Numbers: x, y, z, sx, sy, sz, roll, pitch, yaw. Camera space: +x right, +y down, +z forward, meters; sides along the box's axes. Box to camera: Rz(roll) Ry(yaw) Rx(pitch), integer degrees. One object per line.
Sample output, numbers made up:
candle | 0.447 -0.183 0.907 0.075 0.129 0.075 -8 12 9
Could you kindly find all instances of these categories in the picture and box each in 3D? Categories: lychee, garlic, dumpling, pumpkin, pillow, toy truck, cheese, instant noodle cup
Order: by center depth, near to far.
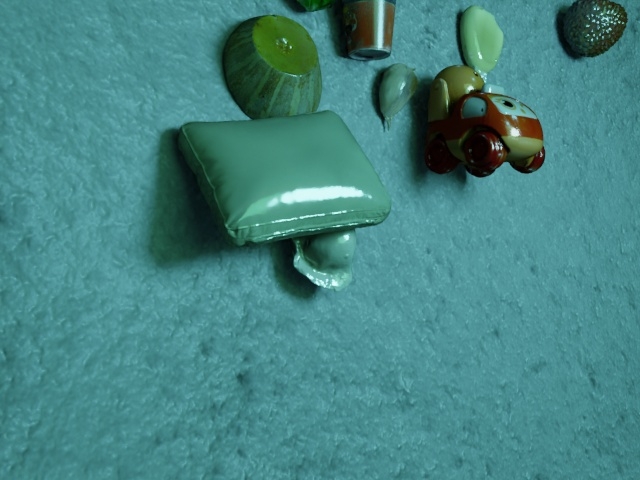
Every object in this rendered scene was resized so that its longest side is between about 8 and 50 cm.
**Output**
pillow | -0.057 -0.113 1.216 0.322 0.120 0.255 -10 57 -30
dumpling | 0.000 0.000 1.298 0.127 0.108 0.188 1 79 -14
pumpkin | -0.065 -0.321 1.310 0.217 0.110 0.217 7 76 -30
instant noodle cup | 0.097 -0.439 1.451 0.127 0.127 0.135 -1 90 -37
garlic | 0.161 -0.313 1.497 0.084 0.066 0.152 45 56 -24
toy truck | 0.332 -0.256 1.505 0.189 0.265 0.239 0 92 -39
cheese | 0.377 -0.418 1.696 0.127 0.050 0.255 15 74 -36
lychee | 0.734 -0.587 1.926 0.165 0.165 0.197 7 103 -36

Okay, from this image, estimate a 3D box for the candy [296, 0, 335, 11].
candy | -0.003 -0.539 1.283 0.097 0.323 0.097 2 64 -3
